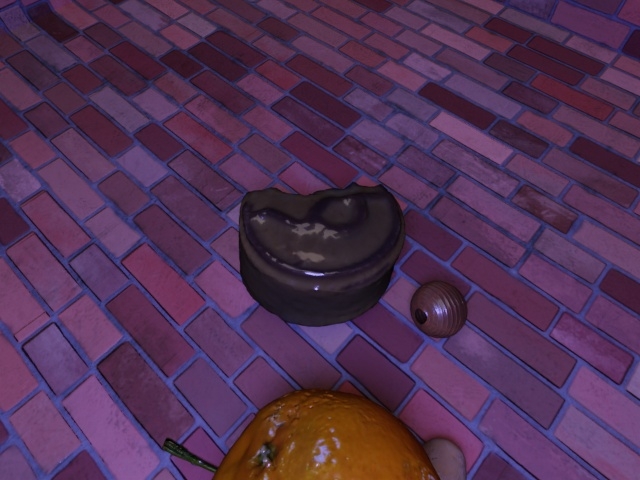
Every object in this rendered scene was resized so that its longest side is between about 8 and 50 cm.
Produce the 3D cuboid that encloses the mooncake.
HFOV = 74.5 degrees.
[{"bbox_3d":[0.000,0.000,1.037,0.394,0.246,0.393,-35,57,-29],"label":"mooncake"}]

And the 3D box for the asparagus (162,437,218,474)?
[{"bbox_3d":[-0.235,0.479,0.887,0.232,0.022,0.023,20,17,15],"label":"asparagus"}]

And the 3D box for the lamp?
[{"bbox_3d":[0.280,0.164,1.001,0.136,0.136,0.137,0,59,1],"label":"lamp"}]

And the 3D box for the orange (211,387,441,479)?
[{"bbox_3d":[-0.002,0.442,0.677,0.423,0.327,0.424,-23,22,10],"label":"orange"}]

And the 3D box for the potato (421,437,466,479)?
[{"bbox_3d":[0.234,0.470,0.838,0.112,0.112,0.147,30,57,18],"label":"potato"}]
